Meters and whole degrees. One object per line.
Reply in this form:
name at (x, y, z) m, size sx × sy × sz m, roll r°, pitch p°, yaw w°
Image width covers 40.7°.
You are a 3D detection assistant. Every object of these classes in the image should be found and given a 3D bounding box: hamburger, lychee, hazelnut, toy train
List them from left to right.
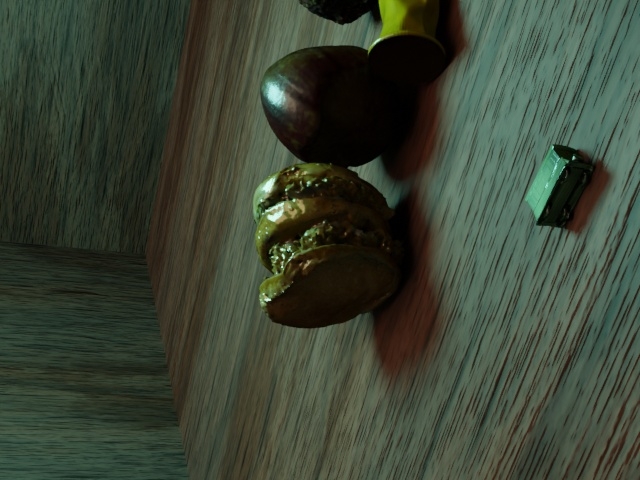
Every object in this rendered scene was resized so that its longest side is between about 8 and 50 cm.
hamburger at (0.007, 0.005, 1.374) m, size 0.260 × 0.245 × 0.211 m, roll 59°, pitch -159°, yaw -51°
hazelnut at (0.021, -0.233, 1.413) m, size 0.218 × 0.234 × 0.217 m, roll -16°, pitch 66°, yaw 41°
lychee at (0.034, -0.482, 1.527) m, size 0.188 × 0.188 × 0.188 m, roll -174°, pitch 90°, yaw -70°
toy train at (0.265, -0.061, 0.970) m, size 0.056 × 0.038 × 0.093 m, roll -108°, pitch 30°, yaw -53°

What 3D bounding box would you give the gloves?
gloves at (0.145, -0.400, 1.348) m, size 0.133 × 0.116 × 0.294 m, roll -15°, pitch 57°, yaw 39°
